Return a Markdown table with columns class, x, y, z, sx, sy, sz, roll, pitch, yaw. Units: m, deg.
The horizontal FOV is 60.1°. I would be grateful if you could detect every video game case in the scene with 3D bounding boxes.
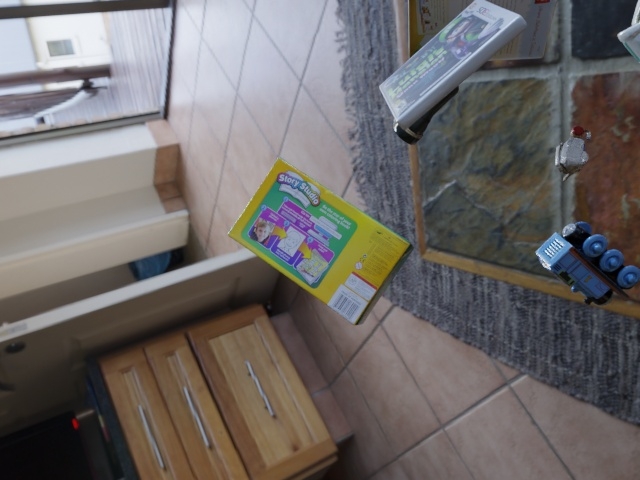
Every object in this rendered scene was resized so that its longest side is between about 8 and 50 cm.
| class | x | y | z | sx | sy | sz | roll | pitch | yaw |
| --- | --- | --- | --- | --- | --- | --- | --- | --- | --- |
| video game case | 0.168 | -0.247 | 0.756 | 0.022 | 0.190 | 0.173 | 42 | -160 | -23 |

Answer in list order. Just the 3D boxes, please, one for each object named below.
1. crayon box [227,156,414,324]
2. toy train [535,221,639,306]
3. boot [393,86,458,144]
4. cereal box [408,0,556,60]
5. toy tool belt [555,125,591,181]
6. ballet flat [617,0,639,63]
| class | x | y | z | sx | sy | sz | roll | pitch | yaw |
| --- | --- | --- | --- | --- | --- | --- | --- | --- | --- |
| crayon box | 0.000 | 0.000 | 0.959 | 0.278 | 0.165 | 0.081 | 35 | -177 | 13 |
| toy train | 0.476 | 0.046 | 0.978 | 0.105 | 0.184 | 0.080 | -48 | 20 | 17 |
| boot | 0.199 | -0.286 | 1.037 | 0.137 | 0.077 | 0.198 | -47 | 34 | 39 |
| cereal box | 0.272 | -0.387 | 0.949 | 0.173 | 0.240 | 0.047 | 76 | -163 | -58 |
| toy tool belt | 0.413 | -0.142 | 0.911 | 0.052 | 0.083 | 0.051 | 14 | 152 | 13 |
| ballet flat | 0.691 | -0.511 | 0.996 | 0.139 | 0.139 | 0.400 | 44 | 110 | 42 |
